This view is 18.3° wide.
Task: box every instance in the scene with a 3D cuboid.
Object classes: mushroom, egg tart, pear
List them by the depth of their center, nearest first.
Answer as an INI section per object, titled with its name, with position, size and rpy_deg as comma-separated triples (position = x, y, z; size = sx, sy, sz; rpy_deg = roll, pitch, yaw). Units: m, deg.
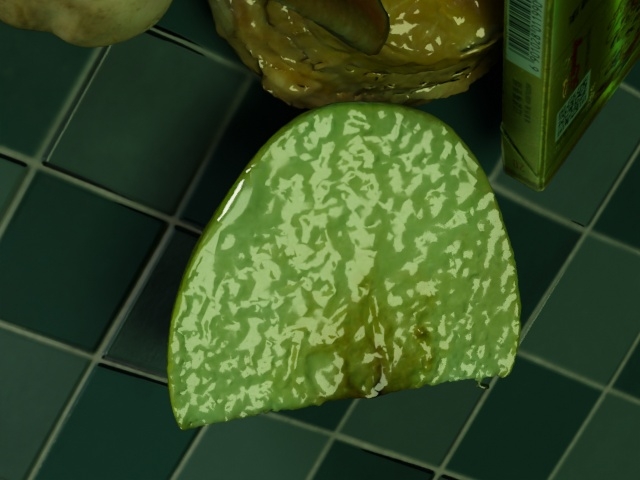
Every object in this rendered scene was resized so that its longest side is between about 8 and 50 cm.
[mushroom]
position = -0.162, -0.197, 1.314
size = 0.148, 0.112, 0.148
rpy_deg = 6, 78, -27
[egg tart]
position = 0.067, -0.231, 1.420
size = 0.341, 0.129, 0.341
rpy_deg = -13, 122, -21
[pear]
position = 0.002, -0.002, 1.501
size = 0.288, 0.139, 0.239
rpy_deg = -8, 116, -21

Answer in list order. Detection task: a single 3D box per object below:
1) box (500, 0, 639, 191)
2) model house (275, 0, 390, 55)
[box]
position = 0.195, -0.174, 1.456
size = 0.173, 0.043, 0.311
rpy_deg = -53, 162, -17
[model house]
position = -0.010, -0.283, 1.216
size = 0.239, 0.173, 0.268
rpy_deg = -47, 141, 16
